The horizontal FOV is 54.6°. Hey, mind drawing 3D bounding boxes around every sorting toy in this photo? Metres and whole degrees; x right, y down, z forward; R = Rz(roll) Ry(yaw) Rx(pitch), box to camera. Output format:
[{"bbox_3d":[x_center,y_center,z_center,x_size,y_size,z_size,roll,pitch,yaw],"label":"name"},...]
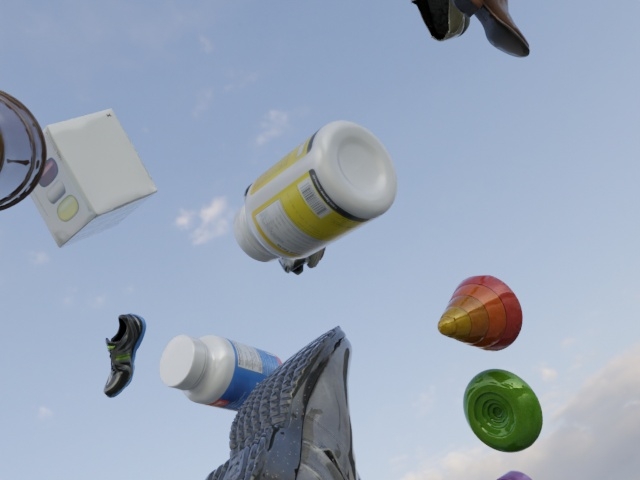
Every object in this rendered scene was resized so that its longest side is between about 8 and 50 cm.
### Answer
[{"bbox_3d":[0.233,0.237,0.900,0.127,0.365,0.126,-12,-4,44],"label":"sorting toy"}]

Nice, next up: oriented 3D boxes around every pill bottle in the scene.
[{"bbox_3d":[-0.176,0.241,1.123,0.124,0.124,0.222,-45,-44,17],"label":"pill bottle"},{"bbox_3d":[-0.015,-0.041,0.651,0.103,0.103,0.184,4,-22,-38],"label":"pill bottle"}]

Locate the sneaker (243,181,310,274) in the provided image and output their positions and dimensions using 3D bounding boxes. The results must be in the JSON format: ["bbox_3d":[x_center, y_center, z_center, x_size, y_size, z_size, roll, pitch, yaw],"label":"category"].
[{"bbox_3d":[-0.070,-0.013,1.224,0.086,0.132,0.228,-30,-40,-6],"label":"sneaker"}]

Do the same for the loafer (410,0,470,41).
[{"bbox_3d":[0.206,-0.476,1.126,0.087,0.094,0.251,-55,-53,-38],"label":"loafer"}]

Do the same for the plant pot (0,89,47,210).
[{"bbox_3d":[-0.419,-0.107,0.716,0.167,0.165,0.166,-2,-83,-16],"label":"plant pot"}]

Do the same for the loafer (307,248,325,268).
[{"bbox_3d":[0.000,0.000,1.260,0.039,0.045,0.125,-9,-58,-33],"label":"loafer"}]

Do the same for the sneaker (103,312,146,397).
[{"bbox_3d":[-0.444,0.250,1.363,0.067,0.188,0.078,-6,-26,40],"label":"sneaker"}]

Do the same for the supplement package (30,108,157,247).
[{"bbox_3d":[-0.476,-0.122,1.252,0.203,0.194,0.149,-27,3,44],"label":"supplement package"}]

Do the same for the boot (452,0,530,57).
[{"bbox_3d":[0.201,-0.263,0.642,0.106,0.037,0.114,37,-104,-20],"label":"boot"}]

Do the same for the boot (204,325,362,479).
[{"bbox_3d":[0.016,0.240,0.594,0.118,0.222,0.338,-40,6,26],"label":"boot"}]
